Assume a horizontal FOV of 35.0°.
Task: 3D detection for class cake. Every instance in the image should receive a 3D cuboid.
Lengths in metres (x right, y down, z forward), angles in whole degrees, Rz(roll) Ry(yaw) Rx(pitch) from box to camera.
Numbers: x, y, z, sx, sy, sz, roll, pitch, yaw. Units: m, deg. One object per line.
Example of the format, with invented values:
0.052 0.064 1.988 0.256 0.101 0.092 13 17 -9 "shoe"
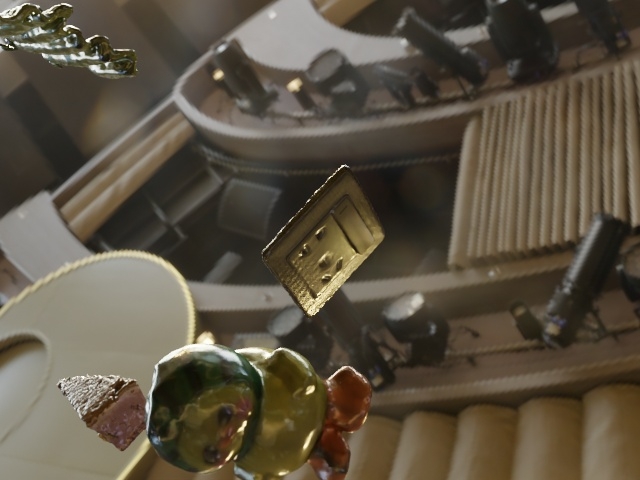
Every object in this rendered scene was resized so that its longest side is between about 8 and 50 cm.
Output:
-0.425 0.324 1.937 0.113 0.116 0.295 -48 -157 -26 "cake"

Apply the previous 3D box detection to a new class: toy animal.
-0.107 0.250 1.508 0.191 0.338 0.216 39 -67 54 "toy animal"

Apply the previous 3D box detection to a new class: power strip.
0.000 -0.002 2.064 0.251 0.257 0.092 -42 -131 -8 "power strip"

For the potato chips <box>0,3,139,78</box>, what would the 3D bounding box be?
-0.488 -0.334 1.518 0.389 0.373 0.097 22 -84 26 "potato chips"
